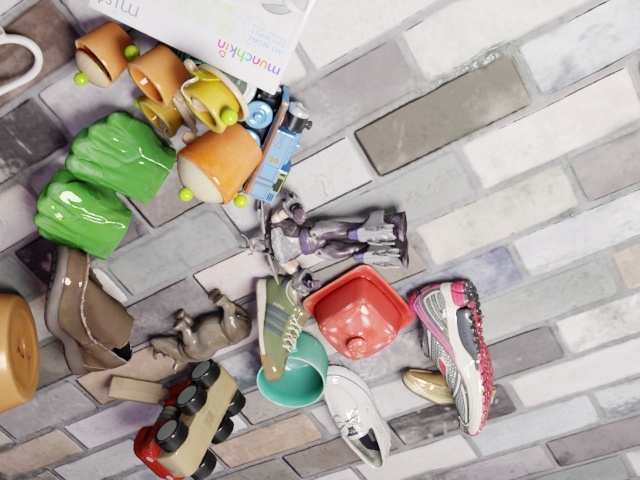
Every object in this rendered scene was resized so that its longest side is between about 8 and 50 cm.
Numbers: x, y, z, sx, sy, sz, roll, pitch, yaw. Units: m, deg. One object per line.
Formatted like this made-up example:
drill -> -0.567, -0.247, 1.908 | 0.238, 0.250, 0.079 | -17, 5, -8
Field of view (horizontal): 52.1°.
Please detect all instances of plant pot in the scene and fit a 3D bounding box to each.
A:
plant pot -> -0.645, 0.208, 1.193 | 0.203, 0.291, 0.291 | -8, 124, -9

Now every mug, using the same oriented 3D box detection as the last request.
mug -> -0.043, 0.225, 1.229 | 0.129, 0.097, 0.158 | 29, 121, -13

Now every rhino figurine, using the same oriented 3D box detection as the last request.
rhino figurine -> -0.232, 0.181, 1.235 | 0.243, 0.073, 0.106 | -30, 113, 25

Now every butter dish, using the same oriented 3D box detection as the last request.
butter dish -> 0.067, 0.151, 1.155 | 0.159, 0.118, 0.160 | -33, 115, 25

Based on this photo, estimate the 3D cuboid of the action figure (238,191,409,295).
action figure -> 0.000, 0.000, 1.076 | 0.284, 0.099, 0.185 | -3, 129, 12

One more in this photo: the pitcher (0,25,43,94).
pitcher -> -0.528, -0.237, 0.968 | 0.177, 0.125, 0.207 | 23, 113, -28

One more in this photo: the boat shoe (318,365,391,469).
boat shoe -> 0.073, 0.358, 1.312 | 0.095, 0.084, 0.258 | -26, 118, 21

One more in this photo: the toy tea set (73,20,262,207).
toy tea set -> -0.225, -0.169, 0.898 | 0.336, 0.124, 0.200 | 32, 160, 32

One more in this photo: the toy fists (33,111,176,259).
toy fists -> -0.356, -0.090, 1.053 | 0.142, 0.096, 0.279 | 27, 124, -30

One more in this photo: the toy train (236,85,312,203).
toy train -> -0.083, -0.149, 0.998 | 0.105, 0.080, 0.184 | 19, 120, -17

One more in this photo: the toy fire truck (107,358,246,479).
toy fire truck -> -0.308, 0.342, 1.279 | 0.246, 0.217, 0.158 | -17, 121, 34

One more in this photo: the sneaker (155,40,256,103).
sneaker -> -0.170, -0.247, 0.915 | 0.166, 0.076, 0.065 | 27, 104, 16

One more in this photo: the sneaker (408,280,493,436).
sneaker -> 0.243, 0.211, 1.179 | 0.112, 0.121, 0.299 | -7, 106, 25

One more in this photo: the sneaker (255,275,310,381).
sneaker -> -0.060, 0.142, 1.128 | 0.086, 0.192, 0.064 | -12, 148, 8

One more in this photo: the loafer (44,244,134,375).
loafer -> -0.397, 0.124, 1.162 | 0.130, 0.134, 0.366 | 0, 149, -10

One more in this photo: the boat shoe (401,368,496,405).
boat shoe -> 0.249, 0.274, 1.258 | 0.189, 0.068, 0.072 | 19, 111, -18

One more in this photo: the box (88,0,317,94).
box -> -0.125, -0.357, 0.833 | 0.261, 0.127, 0.231 | 24, 121, -11
